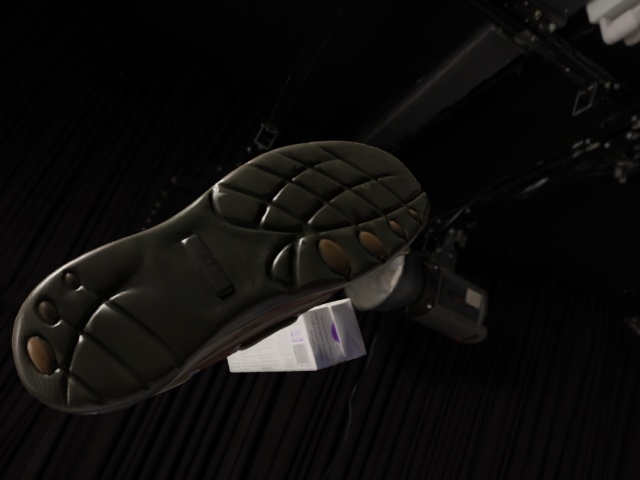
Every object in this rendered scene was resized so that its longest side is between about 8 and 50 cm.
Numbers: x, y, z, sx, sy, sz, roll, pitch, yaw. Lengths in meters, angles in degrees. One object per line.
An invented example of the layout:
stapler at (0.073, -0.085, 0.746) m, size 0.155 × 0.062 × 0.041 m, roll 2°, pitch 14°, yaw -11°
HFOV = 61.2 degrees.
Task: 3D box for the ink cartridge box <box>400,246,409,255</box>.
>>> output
ink cartridge box at (0.000, 0.000, 0.902) m, size 0.234 × 0.088 × 0.193 m, roll 6°, pitch -20°, yaw -45°

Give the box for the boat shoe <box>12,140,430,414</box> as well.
boat shoe at (-0.062, 0.022, 0.423) m, size 0.122 × 0.324 × 0.120 m, roll 58°, pitch -27°, yaw 13°

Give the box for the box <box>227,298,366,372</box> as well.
box at (-0.051, 0.130, 0.692) m, size 0.063 × 0.067 × 0.324 m, roll -11°, pitch -9°, yaw -27°
